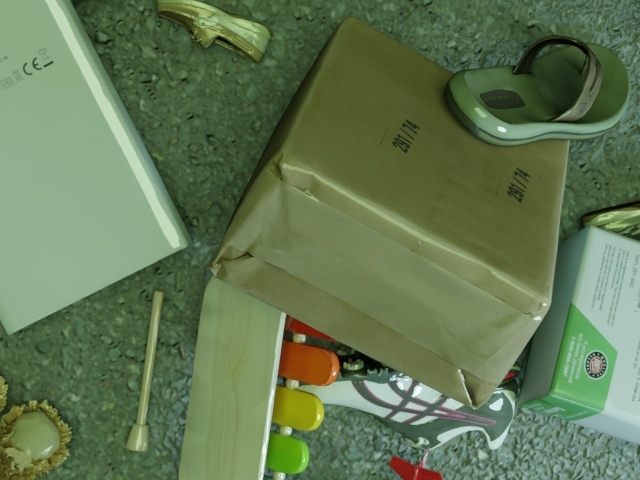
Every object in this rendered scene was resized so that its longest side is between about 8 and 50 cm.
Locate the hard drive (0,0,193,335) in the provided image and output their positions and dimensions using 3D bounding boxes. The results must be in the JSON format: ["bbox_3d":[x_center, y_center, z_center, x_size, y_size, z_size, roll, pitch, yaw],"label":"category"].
[{"bbox_3d":[-0.321,-0.103,1.362,0.233,0.047,0.353,-26,94,11],"label":"hard drive"}]

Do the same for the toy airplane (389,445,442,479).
[{"bbox_3d":[0.105,0.307,1.403,0.151,0.028,0.151,2,94,33],"label":"toy airplane"}]

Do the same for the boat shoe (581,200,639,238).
[{"bbox_3d":[0.384,-0.022,1.459,0.152,0.056,0.049,-10,97,4],"label":"boat shoe"}]

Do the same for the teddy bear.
[{"bbox_3d":[-0.420,0.300,1.369,0.245,0.113,0.338,17,82,-12],"label":"teddy bear"}]

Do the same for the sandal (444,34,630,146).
[{"bbox_3d":[0.255,-0.171,1.346,0.120,0.303,0.086,47,129,20],"label":"sandal"}]

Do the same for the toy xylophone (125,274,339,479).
[{"bbox_3d":[-0.096,0.162,1.368,0.236,0.081,0.323,18,96,37],"label":"toy xylophone"}]

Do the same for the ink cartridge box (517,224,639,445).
[{"bbox_3d":[0.389,0.129,1.406,0.278,0.117,0.201,19,73,-6],"label":"ink cartridge box"}]

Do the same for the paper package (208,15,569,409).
[{"bbox_3d":[0.086,-0.037,1.279,0.309,0.325,0.168,28,125,-7],"label":"paper package"}]

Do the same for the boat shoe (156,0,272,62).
[{"bbox_3d":[-0.123,-0.238,1.401,0.135,0.050,0.045,17,84,-6],"label":"boat shoe"}]

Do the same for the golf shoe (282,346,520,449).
[{"bbox_3d":[0.092,0.182,1.410,0.272,0.105,0.120,1,98,-5],"label":"golf shoe"}]
